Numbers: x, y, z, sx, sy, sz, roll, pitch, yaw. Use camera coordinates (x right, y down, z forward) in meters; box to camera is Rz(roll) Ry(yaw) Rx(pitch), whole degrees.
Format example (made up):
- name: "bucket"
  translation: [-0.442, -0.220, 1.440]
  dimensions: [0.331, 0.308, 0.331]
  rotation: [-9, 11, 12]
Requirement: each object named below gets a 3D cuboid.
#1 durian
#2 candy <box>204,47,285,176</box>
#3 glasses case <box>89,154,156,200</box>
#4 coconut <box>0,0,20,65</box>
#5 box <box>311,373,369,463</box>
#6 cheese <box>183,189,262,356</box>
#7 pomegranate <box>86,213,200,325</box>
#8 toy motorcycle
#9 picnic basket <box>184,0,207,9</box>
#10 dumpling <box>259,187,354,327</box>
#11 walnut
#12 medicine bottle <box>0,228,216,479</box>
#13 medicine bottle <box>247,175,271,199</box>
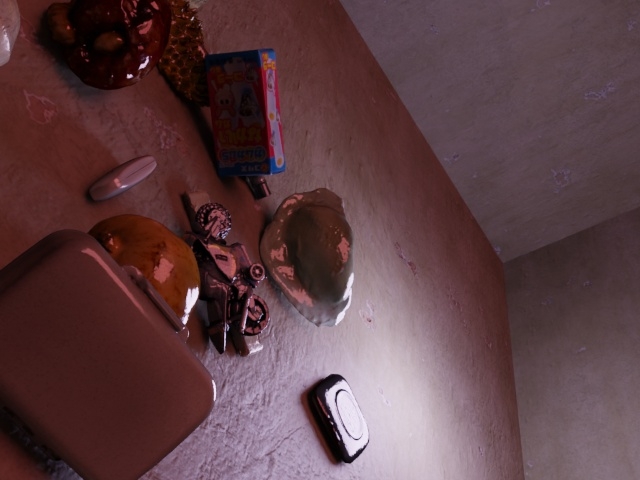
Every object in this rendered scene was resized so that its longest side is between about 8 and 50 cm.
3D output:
- name: "durian"
  translation: [-0.346, -0.496, 2.110]
  dimensions: [0.191, 0.112, 0.341]
  rotation: [2, 67, -67]
- name: "candy"
  translation: [-0.185, -0.313, 2.094]
  dimensions: [0.100, 0.157, 0.306]
  rotation: [-30, 118, -65]
- name: "glasses case"
  translation: [-0.391, -0.126, 1.685]
  dimensions: [0.049, 0.076, 0.197]
  rotation: [62, 24, -12]
- name: "coconut"
  translation: [-0.599, -0.337, 1.264]
  dimensions: [0.266, 0.237, 0.237]
  rotation: [-34, 101, -28]
- name: "box"
  translation: [0.055, 0.443, 2.116]
  dimensions: [0.212, 0.042, 0.201]
  rotation: [66, 21, 0]
- name: "cheese"
  translation: [-0.220, 0.070, 1.910]
  dimensions: [0.085, 0.034, 0.400]
  rotation: [2, 65, -65]
- name: "pomegranate"
  translation: [-0.320, 0.068, 1.442]
  dimensions: [0.248, 0.248, 0.248]
  rotation: [47, 29, -36]
- name: "toy motorcycle"
  translation: [-0.218, 0.076, 1.798]
  dimensions: [0.173, 0.108, 0.307]
  rotation: [-23, 91, -39]
- name: "picnic basket"
  translation: [-0.385, -0.774, 2.236]
  dimensions: [0.313, 0.175, 0.228]
  rotation: [6, 61, -68]
- name: "dumpling"
  translation: [-0.002, 0.024, 2.207]
  dimensions: [0.270, 0.212, 0.321]
  rotation: [41, 22, -39]
- name: "walnut"
  translation: [-0.440, -0.445, 1.773]
  dimensions: [0.269, 0.243, 0.222]
  rotation: [-80, 178, -64]
- name: "medicine bottle"
  translation: [-0.341, 0.182, 1.262]
  dimensions: [0.375, 0.282, 0.123]
  rotation: [54, -14, -22]
- name: "medicine bottle"
  translation: [-0.186, -0.211, 2.227]
  dimensions: [0.090, 0.053, 0.208]
  rotation: [-81, 150, -81]
